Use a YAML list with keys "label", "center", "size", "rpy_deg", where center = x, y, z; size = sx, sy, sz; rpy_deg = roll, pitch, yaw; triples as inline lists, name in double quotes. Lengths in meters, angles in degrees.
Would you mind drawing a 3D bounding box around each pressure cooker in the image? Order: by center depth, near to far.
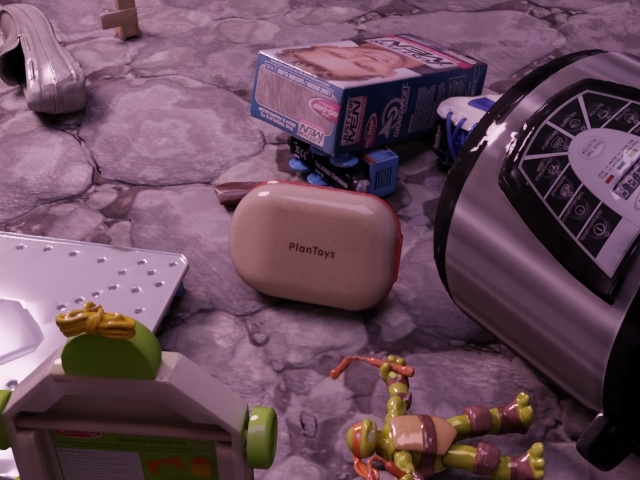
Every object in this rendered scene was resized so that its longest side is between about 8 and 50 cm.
- label: "pressure cooker"
  center: [0.380, 0.023, 1.149]
  size: [0.376, 0.369, 0.420]
  rpy_deg: [-16, 40, -33]

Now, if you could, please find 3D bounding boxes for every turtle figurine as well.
- label: "turtle figurine"
  center: [0.120, 0.221, 1.133]
  size: [0.217, 0.087, 0.269]
  rpy_deg: [3, 29, -5]

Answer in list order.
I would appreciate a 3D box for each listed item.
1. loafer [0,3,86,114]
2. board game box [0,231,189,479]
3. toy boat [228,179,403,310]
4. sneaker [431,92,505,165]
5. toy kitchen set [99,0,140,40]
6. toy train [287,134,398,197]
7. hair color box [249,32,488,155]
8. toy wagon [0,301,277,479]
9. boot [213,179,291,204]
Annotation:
- label: "loafer"
  center: [-0.500, -0.315, 1.835]
  size: [0.111, 0.112, 0.319]
  rpy_deg: [-14, 39, -28]
- label: "board game box"
  center: [-0.399, 0.132, 1.302]
  size: [0.390, 0.050, 0.390]
  rpy_deg: [7, 39, 11]
- label: "toy boat"
  center: [0.000, 0.000, 1.408]
  size: [0.231, 0.151, 0.151]
  rpy_deg: [11, 9, 15]
- label: "sneaker"
  center: [0.253, -0.128, 1.561]
  size: [0.182, 0.127, 0.315]
  rpy_deg: [-2, 31, 6]
- label: "toy kitchen set"
  center: [-0.381, -0.418, 1.983]
  size: [0.068, 0.083, 0.075]
  rpy_deg: [-19, 41, -21]
- label: "toy train"
  center: [0.029, -0.120, 1.589]
  size: [0.105, 0.080, 0.184]
  rpy_deg: [-16, 37, -32]
- label: "hair color box"
  center: [0.080, -0.229, 1.626]
  size: [0.174, 0.105, 0.347]
  rpy_deg: [29, 31, 34]
- label: "toy wagon"
  center: [-0.171, 0.182, 0.987]
  size: [0.267, 0.344, 0.068]
  rpy_deg: [3, 36, 6]
- label: "boot"
  center: [-0.098, -0.057, 1.541]
  size: [0.114, 0.037, 0.106]
  rpy_deg: [1, 25, -1]
